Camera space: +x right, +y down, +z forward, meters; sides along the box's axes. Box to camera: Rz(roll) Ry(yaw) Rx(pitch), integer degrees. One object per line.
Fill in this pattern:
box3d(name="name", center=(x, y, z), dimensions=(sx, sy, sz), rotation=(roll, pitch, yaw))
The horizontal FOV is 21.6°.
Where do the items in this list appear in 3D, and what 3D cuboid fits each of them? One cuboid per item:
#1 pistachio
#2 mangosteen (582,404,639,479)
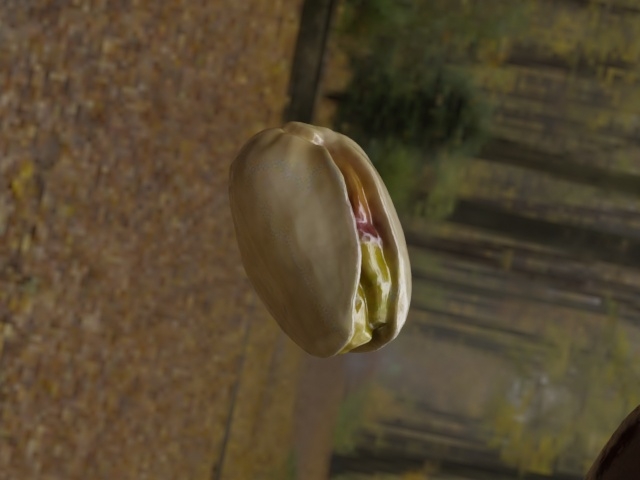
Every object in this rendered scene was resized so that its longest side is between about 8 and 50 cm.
box3d(name="pistachio", center=(0.000, 0.000, 1.327), dimensions=(0.145, 0.117, 0.200), rotation=(-39, -111, 45))
box3d(name="mangosteen", center=(0.285, 0.204, 1.033), dimensions=(0.235, 0.261, 0.235), rotation=(-28, 140, -26))
